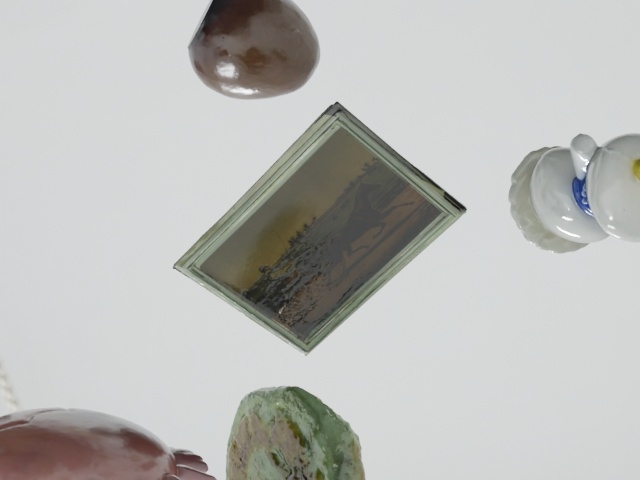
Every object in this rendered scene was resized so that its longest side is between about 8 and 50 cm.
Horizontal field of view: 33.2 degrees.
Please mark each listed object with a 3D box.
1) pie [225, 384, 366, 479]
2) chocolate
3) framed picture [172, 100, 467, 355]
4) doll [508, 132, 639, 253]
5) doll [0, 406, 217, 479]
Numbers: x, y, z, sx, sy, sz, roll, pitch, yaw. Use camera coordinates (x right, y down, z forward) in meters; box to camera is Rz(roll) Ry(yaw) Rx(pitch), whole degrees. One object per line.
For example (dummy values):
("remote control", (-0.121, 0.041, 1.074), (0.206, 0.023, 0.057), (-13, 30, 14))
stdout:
("pie", (-0.030, 0.251, 1.064), (0.054, 0.240, 0.240), (1, 177, -33))
("chocolate", (-0.084, -0.249, 1.387), (0.177, 0.177, 0.177), (-19, -170, 4))
("framed picture", (0.000, 0.000, 1.124), (0.252, 0.197, 0.014), (-44, -153, 19))
("doll", (0.280, -0.048, 1.072), (0.119, 0.138, 0.293), (-53, -171, -12))
("doll", (-0.189, 0.180, 0.842), (0.211, 0.093, 0.262), (8, 177, 28))
